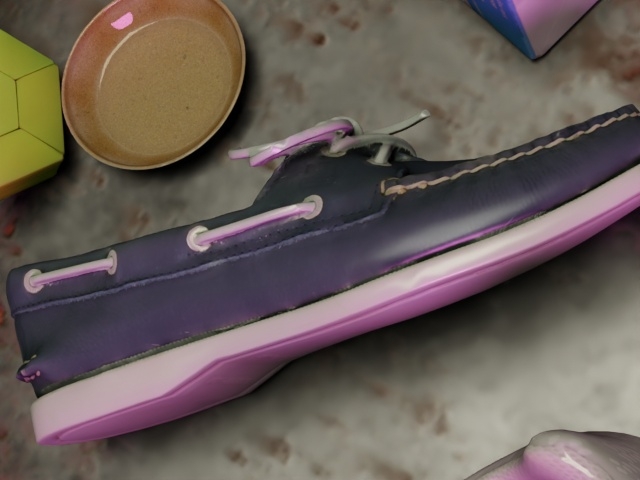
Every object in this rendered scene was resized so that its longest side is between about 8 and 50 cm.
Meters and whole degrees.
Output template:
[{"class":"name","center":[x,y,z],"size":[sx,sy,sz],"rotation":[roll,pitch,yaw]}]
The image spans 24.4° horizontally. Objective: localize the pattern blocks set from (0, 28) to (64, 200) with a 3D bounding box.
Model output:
[{"class":"pattern blocks set","center":[-0.237,-0.061,0.564],"size":[0.026,0.285,0.324],"rotation":[-43,56,54]}]

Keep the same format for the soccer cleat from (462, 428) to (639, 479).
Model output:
[{"class":"soccer cleat","center":[-0.012,0.179,0.445],"size":[0.331,0.143,0.116],"rotation":[-47,64,1]}]

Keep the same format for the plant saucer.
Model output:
[{"class":"plant saucer","center":[-0.067,-0.067,0.617],"size":[0.083,0.015,0.083],"rotation":[-6,72,18]}]

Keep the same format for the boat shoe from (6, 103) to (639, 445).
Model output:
[{"class":"boat shoe","center":[0.000,0.000,0.531],"size":[0.255,0.095,0.079],"rotation":[-23,77,21]}]

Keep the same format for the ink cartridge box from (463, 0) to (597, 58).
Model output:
[{"class":"ink cartridge box","center":[0.053,-0.169,0.581],"size":[0.104,0.060,0.180],"rotation":[-46,64,2]}]
